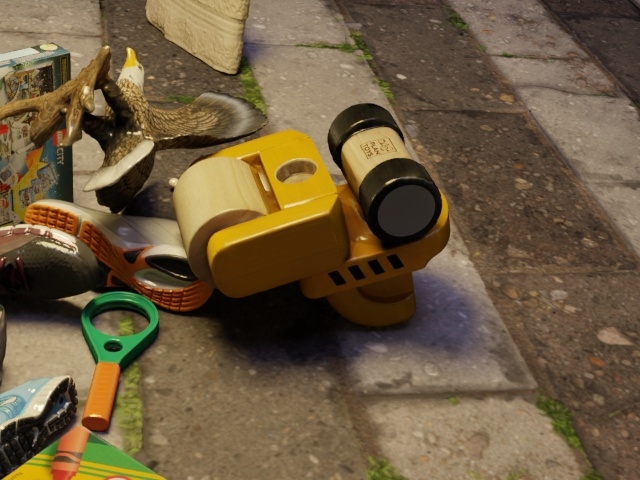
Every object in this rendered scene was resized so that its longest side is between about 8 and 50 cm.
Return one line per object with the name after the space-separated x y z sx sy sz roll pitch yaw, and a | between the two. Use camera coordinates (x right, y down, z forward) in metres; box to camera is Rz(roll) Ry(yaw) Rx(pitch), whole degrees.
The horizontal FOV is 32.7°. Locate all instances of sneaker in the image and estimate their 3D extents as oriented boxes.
-0.411 0.058 1.274 0.281 0.106 0.162 6 37 14 | sneaker
-0.248 0.007 1.399 0.262 0.099 0.121 21 26 4 | sneaker
-0.321 0.195 1.125 0.073 0.063 0.162 3 24 24 | sneaker

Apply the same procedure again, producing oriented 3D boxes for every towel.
-0.229 -0.441 1.990 0.049 0.187 0.282 -16 40 -40 | towel

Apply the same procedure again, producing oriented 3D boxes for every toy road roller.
0.000 0.000 1.359 0.329 0.240 0.202 -16 36 -6 | toy road roller

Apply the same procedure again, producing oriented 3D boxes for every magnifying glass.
-0.241 0.133 1.258 0.092 0.026 0.231 7 31 -5 | magnifying glass

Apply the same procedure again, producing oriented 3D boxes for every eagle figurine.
-0.226 -0.142 1.412 0.226 0.225 0.298 19 -8 35 | eagle figurine

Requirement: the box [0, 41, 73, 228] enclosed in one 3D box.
-0.402 -0.129 1.422 0.044 0.233 0.159 30 37 34 | box

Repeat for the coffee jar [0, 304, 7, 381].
-0.437 0.110 1.175 0.184 0.096 0.079 5 30 -6 | coffee jar

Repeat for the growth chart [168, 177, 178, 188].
-0.108 -0.088 1.631 0.172 0.021 0.237 32 38 32 | growth chart

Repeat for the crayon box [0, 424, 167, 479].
-0.167 0.309 0.951 0.318 0.081 0.202 26 36 23 | crayon box
